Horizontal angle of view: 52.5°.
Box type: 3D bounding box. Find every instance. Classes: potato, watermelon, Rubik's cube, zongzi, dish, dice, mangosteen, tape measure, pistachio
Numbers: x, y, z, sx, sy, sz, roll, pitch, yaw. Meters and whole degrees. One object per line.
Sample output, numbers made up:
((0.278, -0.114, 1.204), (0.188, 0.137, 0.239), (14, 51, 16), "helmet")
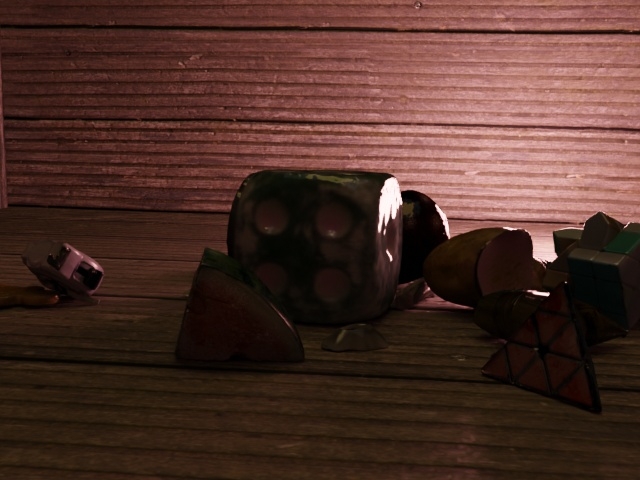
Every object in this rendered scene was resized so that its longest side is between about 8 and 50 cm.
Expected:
((0.365, 0.065, 1.583), (0.229, 0.229, 0.266), (-4, 8, -32), "potato")
((-0.168, 0.154, 1.197), (0.262, 0.201, 0.213), (44, -3, -14), "watermelon")
((0.626, 0.063, 1.479), (0.224, 0.265, 0.213), (-33, 27, -29), "Rubik's cube")
((0.458, 0.157, 1.308), (0.242, 0.112, 0.221), (5, 4, -35), "zongzi")
((0.065, 0.184, 1.261), (0.137, 0.039, 0.091), (-2, 9, -30), "dish")
((0.000, 0.000, 1.524), (0.349, 0.327, 0.330), (4, 8, 17), "dice")
((0.215, -0.021, 1.824), (0.297, 0.293, 0.297), (-25, -2, -1), "mangosteen")
((0.426, 0.175, 1.088), (0.178, 0.190, 0.211), (17, 0, -42), "Rubik's cube")
((-0.616, 0.076, 1.563), (0.196, 0.105, 0.178), (0, -30, 46), "tape measure")
((0.503, 0.098, 1.680), (0.129, 0.131, 0.206), (-44, 16, -11), "pistachio")

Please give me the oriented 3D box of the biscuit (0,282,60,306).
((-0.724, 0.131, 1.535), (0.235, 0.030, 0.153), (4, 9, 14), "biscuit")

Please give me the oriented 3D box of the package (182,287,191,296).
((-0.303, 0.127, 1.643), (0.059, 0.029, 0.083), (13, 22, 22), "package")

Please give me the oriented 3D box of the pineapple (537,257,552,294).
((0.705, 0.091, 1.654), (0.341, 0.169, 0.169), (-1, 7, 19), "pineapple")

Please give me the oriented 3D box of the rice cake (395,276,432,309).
((0.249, 0.127, 1.652), (0.049, 0.055, 0.270), (-13, 2, 26), "rice cake")
